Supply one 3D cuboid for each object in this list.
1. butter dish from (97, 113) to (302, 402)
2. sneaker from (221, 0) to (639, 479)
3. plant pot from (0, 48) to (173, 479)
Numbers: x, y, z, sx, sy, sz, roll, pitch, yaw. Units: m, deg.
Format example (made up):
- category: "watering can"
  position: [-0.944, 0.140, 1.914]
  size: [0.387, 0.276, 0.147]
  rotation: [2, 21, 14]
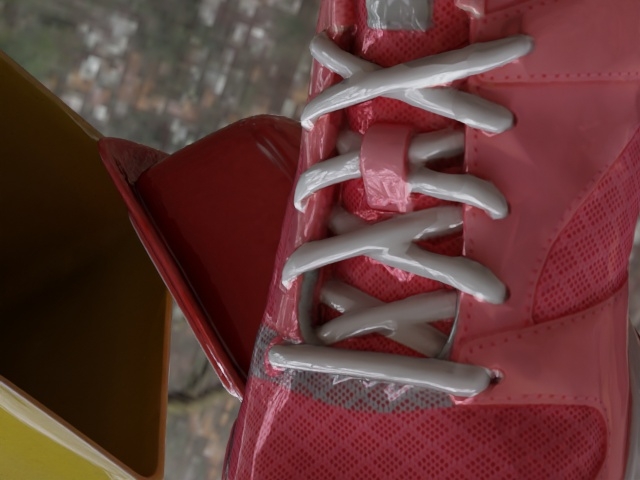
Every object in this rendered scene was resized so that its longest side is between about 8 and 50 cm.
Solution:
- category: "butter dish"
  position: [0.000, 0.000, 0.831]
  size: [0.160, 0.118, 0.160]
  rotation: [59, -163, 20]
- category: "sneaker"
  position: [0.028, -0.028, 0.453]
  size: [0.116, 0.136, 0.314]
  rotation: [4, -117, 30]
- category: "plant pot"
  position: [-0.213, 0.034, 0.901]
  size: [0.212, 0.187, 0.212]
  rotation: [40, -150, -32]
